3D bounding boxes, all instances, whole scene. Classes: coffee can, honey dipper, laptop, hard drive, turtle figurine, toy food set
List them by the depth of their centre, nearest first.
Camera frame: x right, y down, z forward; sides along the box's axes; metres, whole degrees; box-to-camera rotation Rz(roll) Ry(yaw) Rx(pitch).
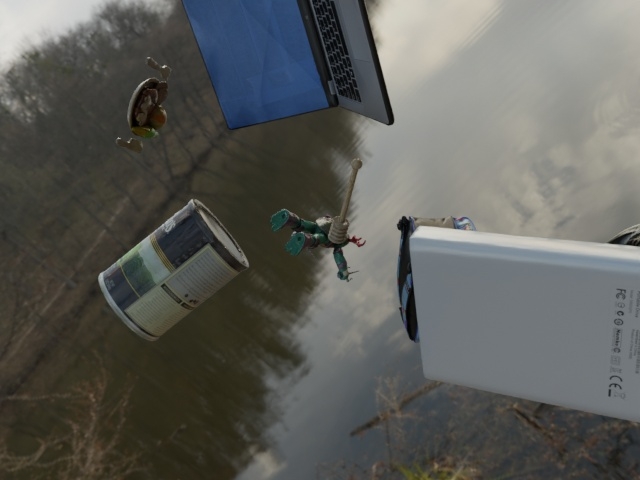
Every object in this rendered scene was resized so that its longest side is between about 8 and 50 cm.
[{"bbox_3d":[0.291,0.105,0.822,0.352,0.233,0.047,6,34,27],"label":"hard drive"},{"bbox_3d":[0.044,-0.063,1.085,0.030,0.030,0.161,-66,-6,-50],"label":"honey dipper"},{"bbox_3d":[-0.087,-0.390,1.272,0.236,0.382,0.408,-24,25,-11],"label":"laptop"},{"bbox_3d":[-0.349,-0.271,1.385,0.132,0.038,0.192,-1,-67,-81],"label":"toy food set"},{"bbox_3d":[0.000,0.000,1.518,0.175,0.234,0.118,34,100,38],"label":"turtle figurine"},{"bbox_3d":[-0.332,0.067,1.539,0.275,0.201,0.201,-39,14,2],"label":"coffee can"}]

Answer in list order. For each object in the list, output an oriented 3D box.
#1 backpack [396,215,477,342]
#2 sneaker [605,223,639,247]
[{"bbox_3d":[0.177,0.066,1.027,0.158,0.116,0.173,-93,3,-57],"label":"backpack"},{"bbox_3d":[0.467,0.016,0.985,0.118,0.083,0.222,-10,-8,-26],"label":"sneaker"}]
